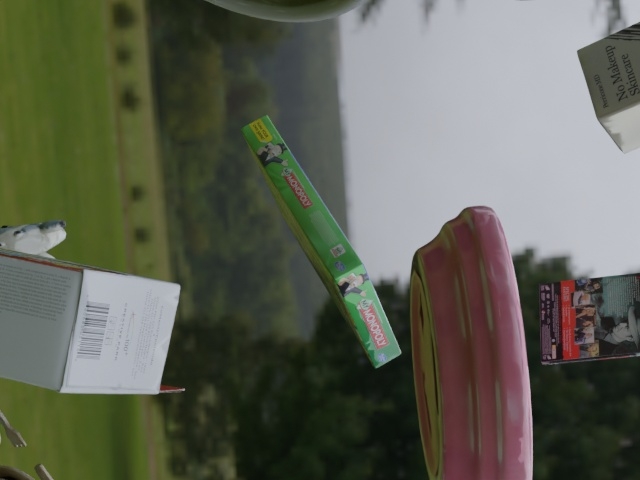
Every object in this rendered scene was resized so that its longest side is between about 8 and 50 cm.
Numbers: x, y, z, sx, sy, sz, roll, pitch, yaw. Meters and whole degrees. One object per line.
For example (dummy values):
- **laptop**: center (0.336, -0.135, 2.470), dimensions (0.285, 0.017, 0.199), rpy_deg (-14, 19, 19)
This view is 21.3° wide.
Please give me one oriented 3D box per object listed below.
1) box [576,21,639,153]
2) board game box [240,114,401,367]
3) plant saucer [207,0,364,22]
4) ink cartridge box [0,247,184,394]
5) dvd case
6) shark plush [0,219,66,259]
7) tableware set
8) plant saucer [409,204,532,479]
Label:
- **box**: center (0.445, -0.214, 1.957), dimensions (0.094, 0.275, 0.113), rpy_deg (41, 31, -51)
- **board game box**: center (0.000, 0.000, 2.315), dimensions (0.317, 0.046, 0.213), rpy_deg (58, -5, 40)
- **plant saucer**: center (-0.095, -0.418, 1.958), dimensions (0.400, 0.400, 0.100), rpy_deg (86, 26, -61)
- **ink cartridge box**: center (-0.327, 0.078, 1.854), dimensions (0.272, 0.309, 0.130), rpy_deg (14, 86, -66)
- **dvd case**: center (0.278, 0.078, 1.694), dimensions (0.013, 0.119, 0.087), rpy_deg (43, 43, -58)
- **shark plush**: center (-0.443, 0.000, 2.456), dimensions (0.067, 0.161, 0.073), rpy_deg (45, -43, 50)
- **tableware set**: center (-0.371, 0.253, 1.889), dimensions (0.194, 0.128, 0.039), rpy_deg (59, 43, -23)
- **plant saucer**: center (0.145, 0.132, 1.709), dimensions (0.332, 0.084, 0.332), rpy_deg (175, -90, -88)
